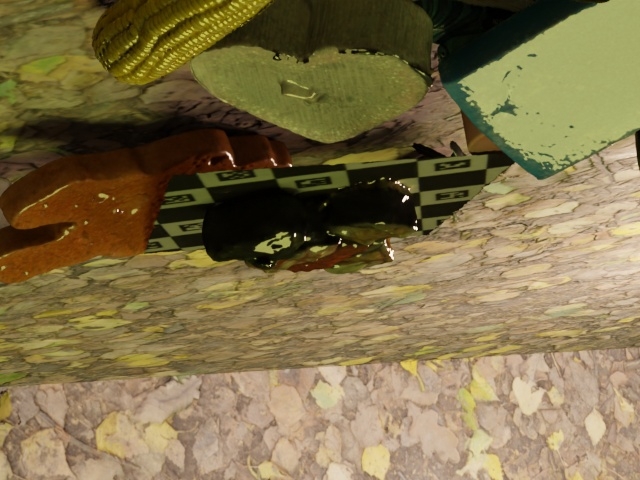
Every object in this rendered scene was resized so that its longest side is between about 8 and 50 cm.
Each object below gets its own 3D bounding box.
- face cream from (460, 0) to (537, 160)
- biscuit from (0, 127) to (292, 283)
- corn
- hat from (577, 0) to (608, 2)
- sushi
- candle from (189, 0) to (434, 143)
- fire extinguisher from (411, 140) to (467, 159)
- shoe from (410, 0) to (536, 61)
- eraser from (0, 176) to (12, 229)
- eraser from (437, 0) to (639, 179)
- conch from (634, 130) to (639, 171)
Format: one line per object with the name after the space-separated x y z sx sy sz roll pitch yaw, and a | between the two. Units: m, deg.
0.194 -0.140 1.444 0.149 0.104 0.149 -8 168 -2 | face cream
-0.180 -0.044 1.631 0.334 0.047 0.202 -14 157 -32 | biscuit
-0.095 -0.171 1.198 0.072 0.072 0.203 2 163 -40 | corn
0.147 -0.224 1.158 0.146 0.067 0.146 15 -159 -6 | hat
0.000 0.000 1.571 0.320 0.069 0.339 -4 168 -13 | sushi
-0.001 -0.136 1.299 0.192 0.068 0.168 5 159 10 | candle
0.090 -0.057 1.847 0.099 0.071 0.231 32 146 -27 | fire extinguisher
0.111 -0.169 1.336 0.143 0.071 0.064 4 164 -20 | shoe
-0.462 -0.011 1.600 0.210 0.092 0.274 -21 164 28 | eraser
0.254 -0.161 1.265 0.312 0.043 0.144 -29 131 27 | eraser
0.358 -0.115 1.444 0.187 0.181 0.124 -12 161 -35 | conch
